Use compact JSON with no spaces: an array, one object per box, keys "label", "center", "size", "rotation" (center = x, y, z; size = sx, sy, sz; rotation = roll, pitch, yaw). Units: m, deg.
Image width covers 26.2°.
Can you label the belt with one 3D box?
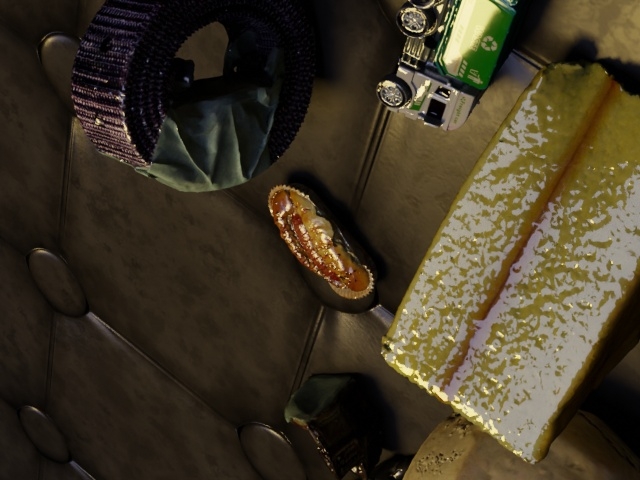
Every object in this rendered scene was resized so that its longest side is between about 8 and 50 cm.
[{"label":"belt","center":[-0.136,-0.190,1.589],"size":[0.122,0.325,0.260],"rotation":[16,113,36]}]

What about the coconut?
[{"label":"coconut","center":[0.252,0.368,1.697],"size":[0.353,0.353,0.352],"rotation":[26,137,28]}]

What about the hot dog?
[{"label":"hot dog","center":[0.000,0.000,1.846],"size":[0.192,0.053,0.099],"rotation":[51,139,-6]}]

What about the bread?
[{"label":"bread","center":[0.233,0.007,1.472],"size":[0.233,0.245,0.361],"rotation":[33,144,22]}]

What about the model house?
[{"label":"model house","center":[0.026,0.284,1.998],"size":[0.106,0.165,0.152],"rotation":[-23,105,34]}]

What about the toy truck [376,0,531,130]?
[{"label":"toy truck","center":[0.147,-0.232,1.457],"size":[0.124,0.114,0.253],"rotation":[26,139,11]}]

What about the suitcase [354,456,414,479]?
[{"label":"suitcase","center":[0.120,0.526,2.089],"size":[0.345,0.188,0.339],"rotation":[46,148,2]}]
